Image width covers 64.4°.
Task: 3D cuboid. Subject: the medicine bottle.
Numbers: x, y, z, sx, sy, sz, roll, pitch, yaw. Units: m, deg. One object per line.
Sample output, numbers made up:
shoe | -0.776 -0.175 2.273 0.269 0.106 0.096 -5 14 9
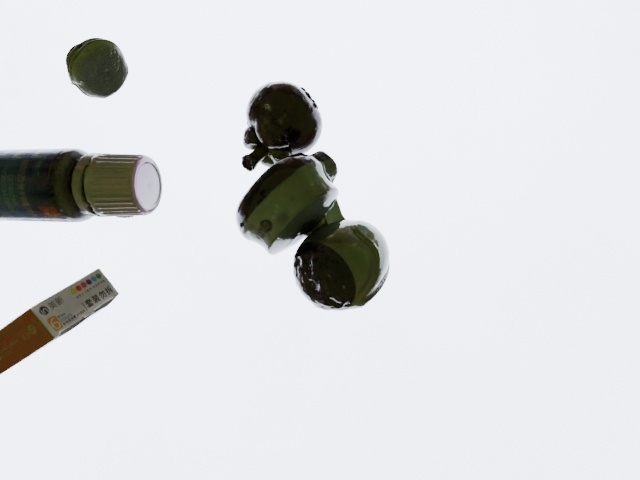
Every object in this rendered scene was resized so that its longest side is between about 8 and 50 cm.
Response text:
medicine bottle | -0.281 -0.061 0.563 0.203 0.083 0.083 1 -82 11

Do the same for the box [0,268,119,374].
box | -0.642 0.191 1.196 0.274 0.220 0.091 -29 -80 25

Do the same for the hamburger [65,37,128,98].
hamburger | -0.501 -0.388 1.139 0.133 0.140 0.062 -40 -116 -14

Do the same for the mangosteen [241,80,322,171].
mangosteen | -0.086 -0.234 1.043 0.173 0.172 0.184 37 -68 -8

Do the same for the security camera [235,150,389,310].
security camera | 0.000 0.000 0.909 0.277 0.191 0.197 46 -46 9
